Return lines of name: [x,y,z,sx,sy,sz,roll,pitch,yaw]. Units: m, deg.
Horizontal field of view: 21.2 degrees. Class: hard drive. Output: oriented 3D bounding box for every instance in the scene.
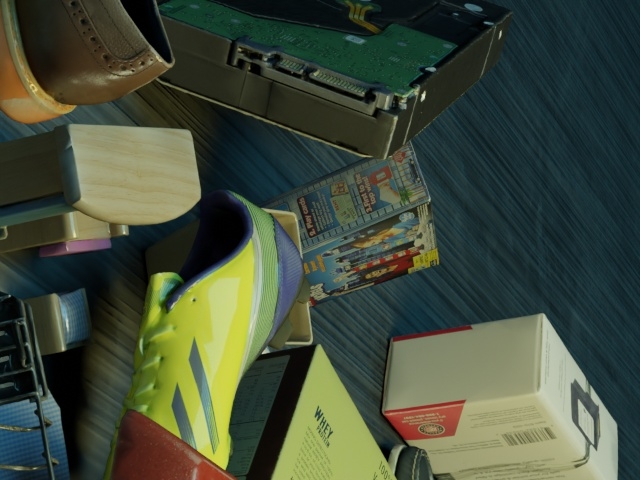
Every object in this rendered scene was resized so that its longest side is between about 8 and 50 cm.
hard drive: [0.010,-0.175,1.485,0.339,0.237,0.064,-43,150,-62]

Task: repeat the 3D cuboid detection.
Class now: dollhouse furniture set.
dollhouse furniture set: [-0.151,0.097,1.070,0.286,0.198,0.303,-5,85,-65]

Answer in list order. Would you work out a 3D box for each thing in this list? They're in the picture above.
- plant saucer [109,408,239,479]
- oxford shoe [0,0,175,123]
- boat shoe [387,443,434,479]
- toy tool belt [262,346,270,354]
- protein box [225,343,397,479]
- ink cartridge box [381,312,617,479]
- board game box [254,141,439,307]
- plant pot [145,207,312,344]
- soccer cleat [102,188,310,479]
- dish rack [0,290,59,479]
plant saucer: [-0.056,0.269,1.077,0.258,0.048,0.259,45,44,-49]
oxford shoe: [-0.165,-0.266,1.138,0.130,0.133,0.363,1,80,-68]
boat shoe: [0.112,0.324,1.671,0.095,0.079,0.254,23,60,-60]
toy tool belt: [-0.053,0.106,1.445,0.083,0.052,0.051,59,40,-38]
protein box: [-0.043,0.225,1.318,0.199,0.136,0.201,61,31,-32]
ink cartridge box: [0.193,0.188,1.784,0.237,0.172,0.100,52,37,-45]
board game box: [0.000,0.000,1.480,0.194,0.194,0.060,72,0,-72]
plant pot: [-0.078,0.035,1.366,0.109,0.096,0.109,6,76,-64]
soccer cleat: [-0.100,0.089,1.188,0.121,0.093,0.289,51,48,-32]
dish rack: [-0.219,0.164,0.905,0.074,0.208,0.271,62,15,-77]
